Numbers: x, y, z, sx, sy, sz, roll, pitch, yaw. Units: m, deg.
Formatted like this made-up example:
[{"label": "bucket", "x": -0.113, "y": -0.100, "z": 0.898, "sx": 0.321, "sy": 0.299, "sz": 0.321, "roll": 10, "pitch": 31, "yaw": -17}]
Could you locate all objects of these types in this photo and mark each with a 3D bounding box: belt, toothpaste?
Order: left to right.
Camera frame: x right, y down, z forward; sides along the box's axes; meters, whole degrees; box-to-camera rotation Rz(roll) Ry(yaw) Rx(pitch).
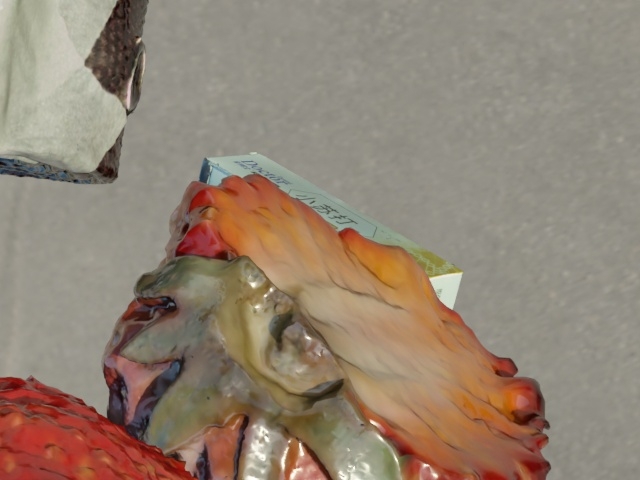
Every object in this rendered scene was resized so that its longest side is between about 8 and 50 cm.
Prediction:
[{"label": "belt", "x": -0.240, "y": -0.122, "z": 0.894, "sx": 0.289, "sy": 0.184, "sz": 0.164, "roll": 9, "pitch": 87, "yaw": 2}, {"label": "toothpaste", "x": 0.000, "y": 0.000, "z": 1.647, "sx": 0.313, "sy": 0.089, "sz": 0.071, "roll": 31, "pitch": 118, "yaw": 39}]

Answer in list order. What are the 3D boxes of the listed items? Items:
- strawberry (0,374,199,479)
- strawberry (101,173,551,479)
[{"label": "strawberry", "x": -0.129, "y": 0.170, "z": 0.683, "sx": 0.277, "sy": 0.257, "sz": 0.257, "roll": -27, "pitch": 84, "yaw": 55}, {"label": "strawberry", "x": 0.007, "y": 0.100, "z": 0.974, "sx": 0.265, "sy": 0.336, "sz": 0.149, "roll": 46, "pitch": 107, "yaw": 19}]
